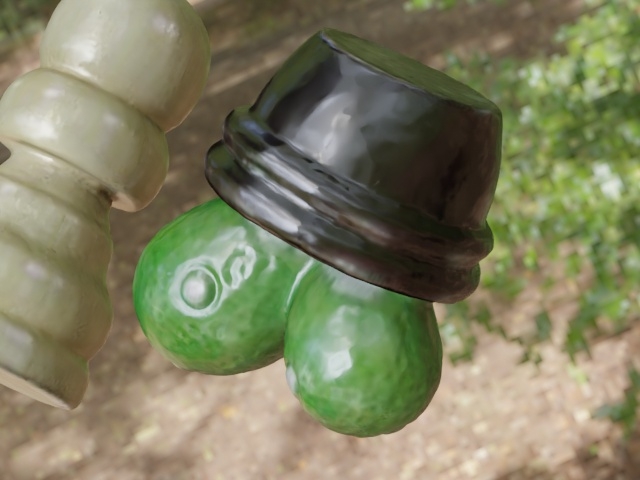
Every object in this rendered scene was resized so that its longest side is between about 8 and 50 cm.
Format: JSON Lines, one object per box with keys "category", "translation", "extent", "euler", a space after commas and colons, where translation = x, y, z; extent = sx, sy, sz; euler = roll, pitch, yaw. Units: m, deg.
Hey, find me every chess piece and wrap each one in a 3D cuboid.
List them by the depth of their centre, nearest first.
{"category": "chess piece", "translation": [-0.174, -0.045, 1.355], "extent": [0.299, 0.167, 0.167], "euler": [-63, 20, -11]}

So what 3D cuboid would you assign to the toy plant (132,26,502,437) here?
{"category": "toy plant", "translation": [0.000, 0.000, 1.151], "extent": [0.218, 0.235, 0.175], "euler": [34, 15, 37]}
